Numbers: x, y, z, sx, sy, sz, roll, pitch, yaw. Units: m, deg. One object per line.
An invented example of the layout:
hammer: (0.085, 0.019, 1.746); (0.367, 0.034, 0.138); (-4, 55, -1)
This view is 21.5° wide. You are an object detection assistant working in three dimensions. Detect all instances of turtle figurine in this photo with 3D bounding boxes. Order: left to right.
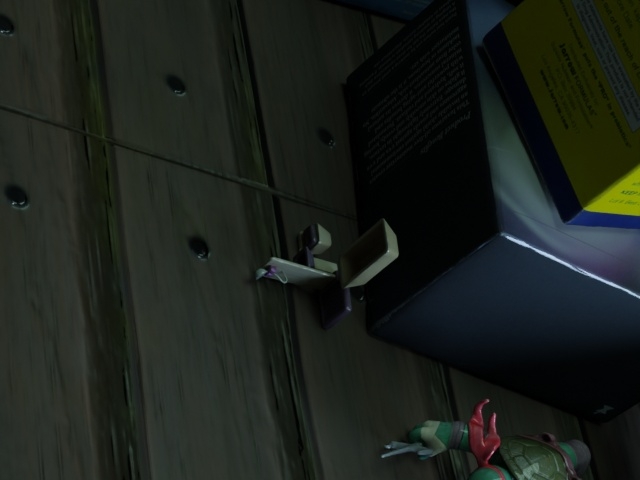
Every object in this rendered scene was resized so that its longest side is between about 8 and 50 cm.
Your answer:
turtle figurine: (0.160, 0.209, 1.354); (0.234, 0.118, 0.175); (9, 53, -48)

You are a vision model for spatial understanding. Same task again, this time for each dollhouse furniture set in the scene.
dollhouse furniture set: (0.000, 0.000, 1.359); (0.081, 0.114, 0.091); (16, 51, -31)

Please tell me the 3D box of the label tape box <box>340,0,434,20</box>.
label tape box: (0.153, -0.352, 1.622); (0.241, 0.334, 0.106); (8, 54, -42)

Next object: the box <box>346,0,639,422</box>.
box: (0.198, -0.031, 1.532); (0.296, 0.183, 0.294); (22, 47, -32)

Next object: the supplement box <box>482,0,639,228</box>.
supplement box: (0.340, -0.179, 1.355); (0.194, 0.356, 0.195); (3, 58, -43)
